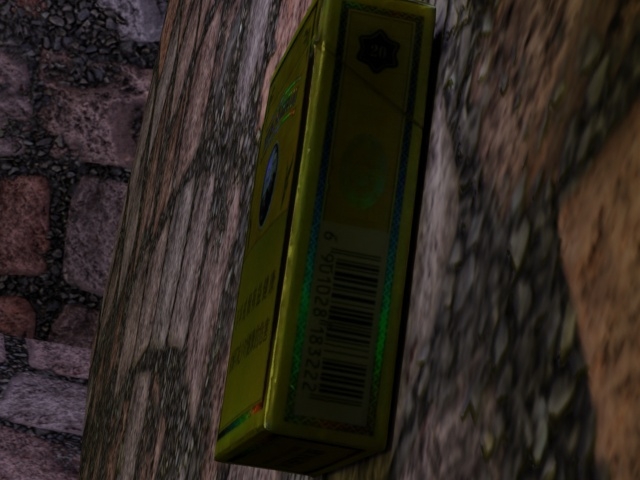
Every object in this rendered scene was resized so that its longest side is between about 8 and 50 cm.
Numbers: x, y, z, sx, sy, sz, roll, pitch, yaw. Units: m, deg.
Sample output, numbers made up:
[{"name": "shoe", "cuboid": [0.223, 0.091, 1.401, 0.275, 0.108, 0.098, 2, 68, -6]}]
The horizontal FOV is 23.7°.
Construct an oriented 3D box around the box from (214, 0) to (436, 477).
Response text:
[{"name": "box", "cuboid": [0.001, 0.000, 0.761, 0.141, 0.064, 0.220, 133, 148, -72]}]
